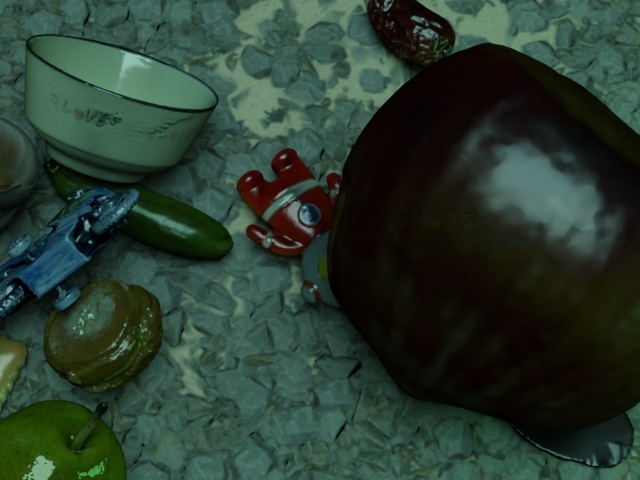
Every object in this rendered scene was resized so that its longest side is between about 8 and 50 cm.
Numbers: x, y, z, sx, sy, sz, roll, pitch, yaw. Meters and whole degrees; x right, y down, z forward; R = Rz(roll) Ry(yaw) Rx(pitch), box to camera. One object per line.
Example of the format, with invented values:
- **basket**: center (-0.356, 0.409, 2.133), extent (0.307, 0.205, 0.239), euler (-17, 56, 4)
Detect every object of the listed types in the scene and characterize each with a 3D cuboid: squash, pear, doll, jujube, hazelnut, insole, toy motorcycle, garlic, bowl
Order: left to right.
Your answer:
- **garlic**: center (-0.466, -0.100, 1.559), extent (0.257, 0.207, 0.207), euler (46, 72, -6)
- **pear**: center (-0.287, 0.247, 1.450), extent (0.180, 0.216, 0.166), euler (-12, 65, -46)
- **toy motorcycle**: center (-0.301, 0.010, 1.553), extent (0.254, 0.135, 0.092), euler (-37, 107, 13)
- **bowl**: center (-0.253, -0.150, 1.612), extent (0.237, 0.238, 0.126), euler (22, 106, 4)
- **squash**: center (-0.227, -0.038, 1.638), extent (0.258, 0.069, 0.069), euler (24, 70, 5)
- **doll**: center (0.000, 0.000, 1.638), extent (0.142, 0.076, 0.245), euler (-32, 71, -16)
- **jujube**: center (0.114, -0.278, 1.749), extent (0.077, 0.077, 0.129), euler (-41, 72, -17)
- **insole**: center (0.221, 0.166, 1.628), extent (0.348, 0.009, 0.119), euler (27, 69, 6)
- **hazelnut**: center (0.225, -0.008, 1.514), extent (0.429, 0.402, 0.402), euler (30, 70, -4)

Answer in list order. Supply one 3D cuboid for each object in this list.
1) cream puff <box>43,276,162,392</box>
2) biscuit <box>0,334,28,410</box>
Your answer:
- **cream puff**: center (-0.245, 0.112, 1.557), extent (0.144, 0.103, 0.126), euler (-45, 54, -4)
- **biscuit**: center (-0.483, 0.143, 1.569), extent (0.249, 0.030, 0.160), euler (24, 70, 4)
